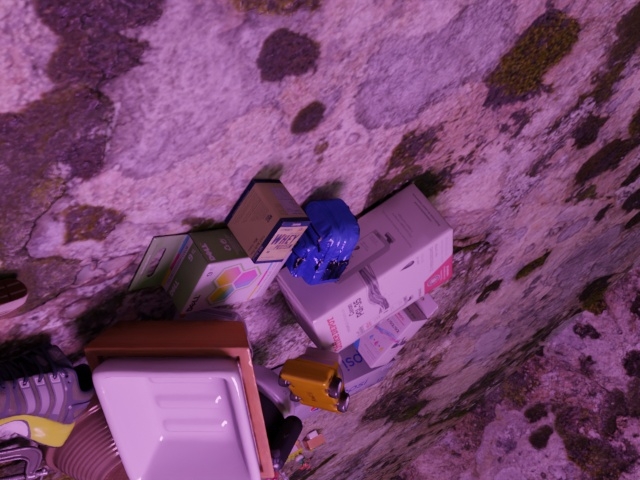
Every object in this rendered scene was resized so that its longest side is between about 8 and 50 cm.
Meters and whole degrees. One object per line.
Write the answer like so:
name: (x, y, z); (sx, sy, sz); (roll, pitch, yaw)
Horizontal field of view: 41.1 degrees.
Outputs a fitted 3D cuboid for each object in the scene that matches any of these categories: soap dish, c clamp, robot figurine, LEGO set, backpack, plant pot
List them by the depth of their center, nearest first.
soap dish: (-0.193, 0.238, 1.246); (0.228, 0.118, 0.291); (-1, 129, 6)
backpack: (0.000, 0.000, 1.296); (0.101, 0.098, 0.120); (-8, 143, -39)
c clamp: (-0.501, 0.367, 1.334); (0.160, 0.022, 0.137); (0, 136, -35)
plant pot: (-0.332, 0.332, 1.415); (0.237, 0.110, 0.237); (-30, 153, -17)
robot figurine: (-0.159, 0.347, 1.514); (0.278, 0.209, 0.174); (-54, 174, -41)
LEGO set: (-0.090, 0.565, 2.108); (0.287, 0.107, 0.132); (1, 135, -52)

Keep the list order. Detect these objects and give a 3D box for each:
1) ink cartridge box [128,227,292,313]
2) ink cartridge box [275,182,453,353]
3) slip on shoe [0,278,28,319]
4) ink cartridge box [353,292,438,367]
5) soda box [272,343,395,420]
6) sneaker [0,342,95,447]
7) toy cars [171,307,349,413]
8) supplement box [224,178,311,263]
ink cartridge box: (-0.153, 0.041, 1.210); (0.209, 0.062, 0.109); (-9, 143, -44)
ink cartridge box: (0.082, 0.060, 1.474); (0.283, 0.117, 0.207); (-33, 155, -8)
slip on shoe: (-0.402, 0.078, 0.976); (0.135, 0.051, 0.041); (-18, 146, -50)
ink cartridge box: (0.140, 0.158, 1.726); (0.061, 0.104, 0.181); (-1, 136, -51)
soda box: (0.012, 0.285, 1.784); (0.286, 0.098, 0.091); (-19, 150, -33)
sneaker: (-0.396, 0.183, 1.119); (0.121, 0.111, 0.300); (-50, 158, -4)
toy cars: (-0.082, 0.183, 1.392); (0.393, 0.087, 0.176); (30, 154, -30)
supplement box: (-0.073, -0.026, 1.174); (0.056, 0.083, 0.083); (-4, 139, -49)
